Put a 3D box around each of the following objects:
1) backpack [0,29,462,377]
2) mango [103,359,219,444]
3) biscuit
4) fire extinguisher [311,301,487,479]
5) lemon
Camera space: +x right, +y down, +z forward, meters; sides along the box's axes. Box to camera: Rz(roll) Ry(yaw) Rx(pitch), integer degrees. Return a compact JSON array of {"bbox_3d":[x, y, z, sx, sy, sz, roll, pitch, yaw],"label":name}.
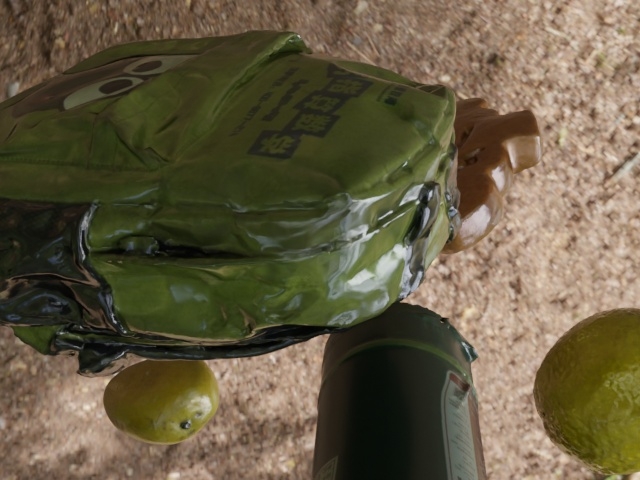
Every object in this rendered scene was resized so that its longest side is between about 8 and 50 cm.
[{"bbox_3d":[-0.053,-0.022,0.453,0.253,0.207,0.140,5,123,27],"label":"backpack"},{"bbox_3d":[-0.232,0.225,1.278,0.195,0.137,0.098,1,143,40],"label":"mango"},{"bbox_3d":[0.047,-0.041,0.787,0.306,0.284,0.043,-22,112,16],"label":"biscuit"},{"bbox_3d":[0.039,0.144,0.405,0.093,0.294,0.118,-4,118,6],"label":"fire extinguisher"},{"bbox_3d":[0.364,0.180,1.071,0.231,0.192,0.192,-37,121,26],"label":"lemon"}]
